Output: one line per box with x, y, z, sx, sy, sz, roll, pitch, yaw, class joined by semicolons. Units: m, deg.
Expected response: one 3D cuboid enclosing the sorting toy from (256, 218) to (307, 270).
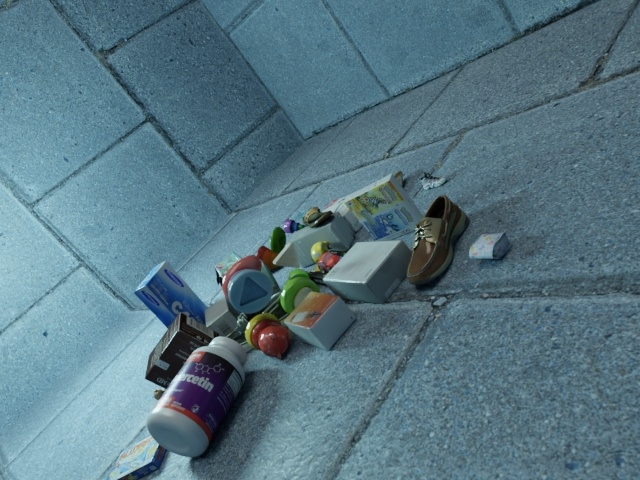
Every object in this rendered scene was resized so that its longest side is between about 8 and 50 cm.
-0.153;0.020;2.300;0.126;0.127;0.365;5;34;21;sorting toy

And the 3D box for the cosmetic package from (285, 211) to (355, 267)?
0.000;0.000;1.976;0.238;0.127;0.107;-25;21;39;cosmetic package

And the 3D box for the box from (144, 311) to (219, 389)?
-0.466;0.390;1.775;0.203;0.169;0.167;-55;19;4;box

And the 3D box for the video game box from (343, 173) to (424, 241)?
0.210;-0.096;1.694;0.187;0.205;0.048;-26;26;33;video game box

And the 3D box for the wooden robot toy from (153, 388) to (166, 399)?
-0.532;0.528;1.780;0.076;0.079;0.173;-39;19;-2;wooden robot toy

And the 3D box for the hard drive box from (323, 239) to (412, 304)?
0.144;0.090;1.555;0.181;0.089;0.232;-46;20;-23;hard drive box

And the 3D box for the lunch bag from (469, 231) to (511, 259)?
0.415;0.021;1.282;0.083;0.053;0.071;-39;18;-33;lunch bag

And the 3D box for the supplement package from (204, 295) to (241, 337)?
-0.364;0.300;1.969;0.105;0.105;0.179;-40;19;-3;supplement package

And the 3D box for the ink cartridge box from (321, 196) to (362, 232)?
0.095;-0.100;2.090;0.158;0.092;0.218;-49;23;-28;ink cartridge box

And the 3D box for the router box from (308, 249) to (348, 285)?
0.046;0.095;1.788;0.133;0.046;0.179;-46;20;-19;router box

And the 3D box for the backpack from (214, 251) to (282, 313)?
-0.267;0.157;1.892;0.191;0.253;0.225;-41;18;-8;backpack

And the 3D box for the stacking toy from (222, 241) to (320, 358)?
-0.124;0.180;1.567;0.280;0.308;0.130;-32;24;-16;stacking toy

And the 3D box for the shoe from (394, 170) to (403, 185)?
0.281;-0.201;2.056;0.219;0.058;0.076;-50;1;-41;shoe

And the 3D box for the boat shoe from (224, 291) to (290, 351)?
-0.222;0.272;1.748;0.335;0.119;0.121;-34;19;15;boat shoe

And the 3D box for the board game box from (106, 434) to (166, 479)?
-0.546;0.659;1.567;0.201;0.035;0.136;-32;20;17;board game box

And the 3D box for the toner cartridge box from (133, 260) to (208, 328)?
-0.538;0.263;1.994;0.075;0.347;0.165;-27;22;26;toner cartridge box

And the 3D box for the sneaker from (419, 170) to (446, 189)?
0.396;-0.223;1.859;0.098;0.069;0.038;-20;26;43;sneaker

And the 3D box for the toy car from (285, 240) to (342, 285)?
-0.041;0.093;1.800;0.225;0.053;0.239;-39;19;2;toy car

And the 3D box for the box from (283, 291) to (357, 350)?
-0.003;0.228;1.499;0.130;0.091;0.170;-46;20;-22;box

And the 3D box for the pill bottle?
-0.335;0.432;1.485;0.182;0.181;0.323;-24;23;36;pill bottle

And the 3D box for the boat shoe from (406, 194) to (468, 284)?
0.304;-0.007;1.446;0.123;0.116;0.324;-20;25;43;boat shoe

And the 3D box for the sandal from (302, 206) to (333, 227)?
-0.024;-0.097;1.960;0.090;0.060;0.219;-39;16;-10;sandal
